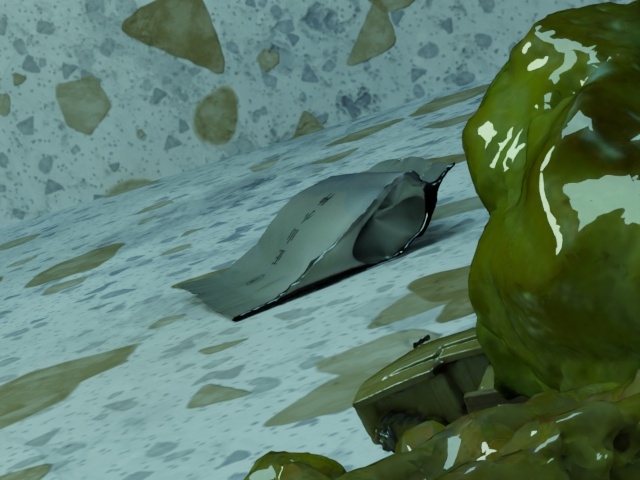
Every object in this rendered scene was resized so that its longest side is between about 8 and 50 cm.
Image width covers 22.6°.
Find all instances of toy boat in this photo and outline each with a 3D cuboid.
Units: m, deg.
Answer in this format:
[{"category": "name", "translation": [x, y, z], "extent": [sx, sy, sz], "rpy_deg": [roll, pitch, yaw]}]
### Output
[{"category": "toy boat", "translation": [0.113, 0.076, 0.836], "extent": [0.206, 0.064, 0.072], "rpy_deg": [-13, 26, 31]}]

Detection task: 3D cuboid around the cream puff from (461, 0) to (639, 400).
[{"category": "cream puff", "translation": [0.182, 0.011, 0.680], "extent": [0.282, 0.185, 0.282], "rpy_deg": [5, 34, -3]}]

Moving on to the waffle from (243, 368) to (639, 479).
[{"category": "waffle", "translation": [0.037, 0.135, 0.377], "extent": [0.261, 0.151, 0.324], "rpy_deg": [-20, 3, 1]}]

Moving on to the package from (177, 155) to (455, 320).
[{"category": "package", "translation": [0.000, 0.000, 1.503], "extent": [0.251, 0.062, 0.204], "rpy_deg": [-34, 13, -12]}]
